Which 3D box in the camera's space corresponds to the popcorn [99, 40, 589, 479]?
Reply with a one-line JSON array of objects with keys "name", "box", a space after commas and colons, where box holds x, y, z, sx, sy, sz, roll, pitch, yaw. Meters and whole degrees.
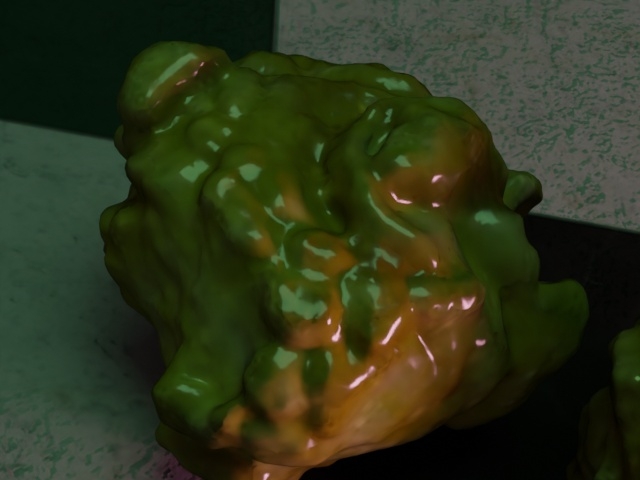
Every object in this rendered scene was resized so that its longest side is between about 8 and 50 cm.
[{"name": "popcorn", "box": [0.000, 0.000, 1.005, 0.241, 0.235, 0.250, -1, 61, -52]}]

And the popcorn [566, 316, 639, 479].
[{"name": "popcorn", "box": [0.243, 0.111, 0.988, 0.212, 0.259, 0.259, -27, 57, -20]}]
